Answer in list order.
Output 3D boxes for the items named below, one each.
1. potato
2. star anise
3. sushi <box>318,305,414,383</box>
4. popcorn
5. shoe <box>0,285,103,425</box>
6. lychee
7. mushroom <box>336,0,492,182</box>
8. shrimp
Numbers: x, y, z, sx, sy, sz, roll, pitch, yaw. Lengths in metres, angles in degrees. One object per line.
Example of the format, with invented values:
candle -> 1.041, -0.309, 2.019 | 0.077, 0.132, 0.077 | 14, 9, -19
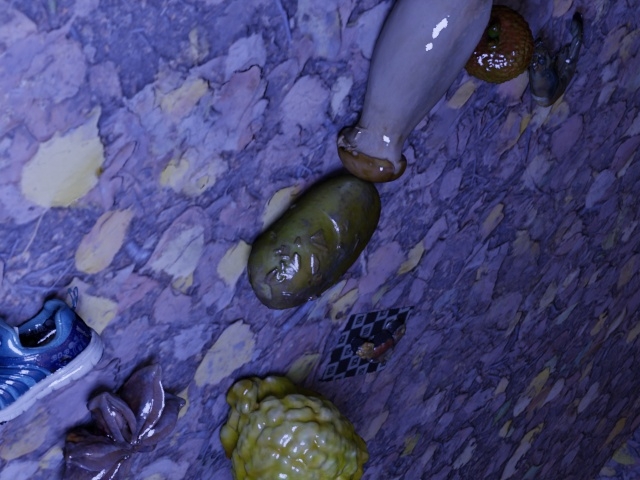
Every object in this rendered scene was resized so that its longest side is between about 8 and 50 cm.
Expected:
potato -> 0.000, 0.000, 1.723 | 0.251, 0.113, 0.149 | -36, 146, -27
star anise -> -0.271, 0.253, 1.642 | 0.212, 0.073, 0.197 | -43, 151, -23
sushi -> 0.090, 0.184, 2.108 | 0.201, 0.031, 0.139 | -4, 124, -52
popcorn -> -0.053, 0.309, 1.896 | 0.206, 0.251, 0.237 | -32, -175, 7
shoe -> -0.352, 0.135, 1.416 | 0.207, 0.091, 0.106 | -34, 122, -24
lychee -> 0.255, -0.284, 1.800 | 0.114, 0.114, 0.146 | -58, 169, 6
mushroom -> 0.128, -0.237, 1.653 | 0.128, 0.128, 0.350 | -4, 125, -53
shrimp -> 0.386, -0.302, 2.027 | 0.150, 0.051, 0.217 | -56, 157, -4
